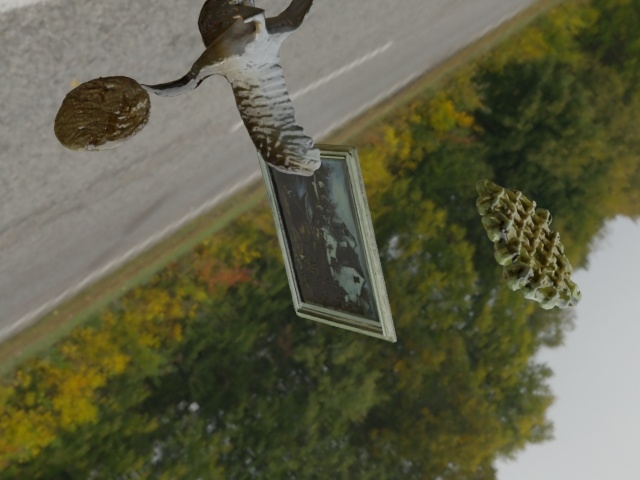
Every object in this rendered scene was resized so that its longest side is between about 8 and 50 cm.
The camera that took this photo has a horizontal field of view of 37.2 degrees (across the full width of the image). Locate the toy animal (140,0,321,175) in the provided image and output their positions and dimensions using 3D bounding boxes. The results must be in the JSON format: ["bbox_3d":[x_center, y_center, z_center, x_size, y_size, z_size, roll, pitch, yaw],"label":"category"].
[{"bbox_3d":[-0.106,-0.220,1.078,0.197,0.273,0.160,-9,150,-30],"label":"toy animal"}]

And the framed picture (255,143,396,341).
[{"bbox_3d":[0.000,0.000,1.390,0.019,0.296,0.232,-26,-159,-34],"label":"framed picture"}]

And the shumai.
[{"bbox_3d":[-0.315,-0.181,1.430,0.139,0.123,0.105,-29,155,18],"label":"shumai"}]

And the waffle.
[{"bbox_3d":[0.324,0.011,1.512,0.054,0.223,0.204,-34,144,31],"label":"waffle"}]
